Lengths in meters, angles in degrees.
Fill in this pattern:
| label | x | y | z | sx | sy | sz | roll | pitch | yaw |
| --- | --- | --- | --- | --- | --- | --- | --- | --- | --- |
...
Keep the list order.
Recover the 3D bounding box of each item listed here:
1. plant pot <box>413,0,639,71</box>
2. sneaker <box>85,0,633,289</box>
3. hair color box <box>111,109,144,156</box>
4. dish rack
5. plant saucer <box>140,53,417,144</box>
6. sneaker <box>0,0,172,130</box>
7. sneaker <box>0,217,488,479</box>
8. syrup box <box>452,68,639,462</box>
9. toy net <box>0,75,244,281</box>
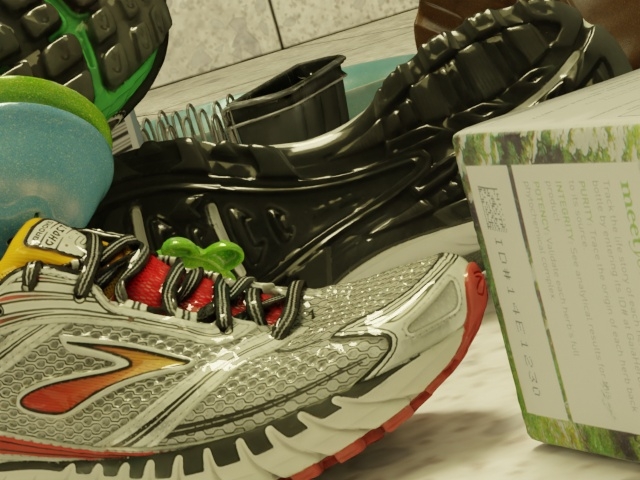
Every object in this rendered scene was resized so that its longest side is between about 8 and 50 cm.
| label | x | y | z | sx | sy | sz | roll | pitch | yaw |
| --- | --- | --- | --- | --- | --- | --- | --- | --- | --- |
| plant pot | 0.155 | -0.155 | 1.225 | 0.167 | 0.167 | 0.165 | -8 | 20 | 40 |
| sneaker | 0.000 | 0.000 | 0.754 | 0.271 | 0.100 | 0.108 | -21 | -21 | 0 |
| hair color box | -0.272 | -0.005 | 0.888 | 0.374 | 0.185 | 0.113 | -13 | 8 | 13 |
| dish rack | -0.117 | -0.053 | 1.291 | 0.271 | 0.074 | 0.208 | -13 | 8 | 15 |
| plant saucer | -0.057 | -0.093 | 1.540 | 0.317 | 0.044 | 0.317 | -15 | 9 | 2 |
| sneaker | -0.210 | -0.012 | 0.761 | 0.343 | 0.134 | 0.146 | -32 | -24 | 2 |
| sneaker | -0.060 | 0.036 | 0.572 | 0.225 | 0.093 | 0.088 | -13 | 8 | 10 |
| syrup box | 0.137 | 0.002 | 0.436 | 0.096 | 0.093 | 0.237 | -19 | 9 | -26 |
| toy net | -0.140 | 0.034 | 0.682 | 0.122 | 0.045 | 0.232 | 26 | -49 | -38 |
